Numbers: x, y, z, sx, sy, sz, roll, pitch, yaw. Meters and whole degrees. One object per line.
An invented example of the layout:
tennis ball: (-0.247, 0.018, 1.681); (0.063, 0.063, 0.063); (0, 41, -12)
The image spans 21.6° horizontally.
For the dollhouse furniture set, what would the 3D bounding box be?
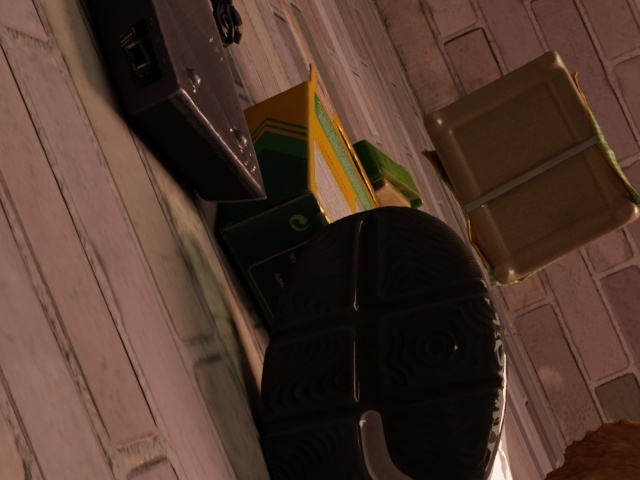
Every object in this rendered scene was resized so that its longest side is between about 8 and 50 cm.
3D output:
dollhouse furniture set: (0.154, -0.028, 1.657); (0.198, 0.301, 0.151); (67, 11, 20)

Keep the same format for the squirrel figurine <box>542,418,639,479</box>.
squirrel figurine: (0.317, 0.352, 1.390); (0.397, 0.281, 0.370); (33, -30, 32)

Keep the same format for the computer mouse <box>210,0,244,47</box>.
computer mouse: (-0.119, -0.265, 1.527); (0.193, 0.042, 0.106); (65, 12, -47)

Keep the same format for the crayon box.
crayon box: (0.000, 0.000, 1.398); (0.323, 0.083, 0.203); (-90, 154, -67)

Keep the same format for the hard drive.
hard drive: (-0.116, -0.157, 1.219); (0.172, 0.054, 0.255); (52, 16, -56)

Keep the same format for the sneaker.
sneaker: (0.075, 0.213, 1.171); (0.257, 0.169, 0.448); (68, 11, -59)
